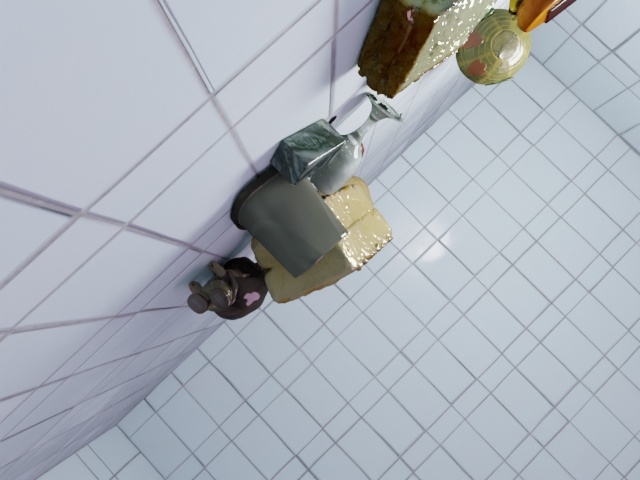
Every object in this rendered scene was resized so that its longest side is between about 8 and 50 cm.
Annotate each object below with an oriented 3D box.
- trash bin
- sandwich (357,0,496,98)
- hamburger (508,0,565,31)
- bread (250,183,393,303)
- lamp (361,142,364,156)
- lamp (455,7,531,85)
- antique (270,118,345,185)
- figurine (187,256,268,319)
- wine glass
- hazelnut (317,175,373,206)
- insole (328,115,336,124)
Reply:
[{"bbox_3d":[-0.077,-0.052,1.168,0.220,0.250,0.219,-42,-179,-26],"label":"trash bin"},{"bbox_3d":[0.242,-0.474,0.902,0.325,0.131,0.262,-40,173,-15],"label":"sandwich"},{"bbox_3d":[0.605,-0.728,1.158,0.291,0.225,0.291,-37,177,-2],"label":"hamburger"},{"bbox_3d":[0.000,0.000,1.505,0.390,0.279,0.371,-24,-173,37],"label":"bread"},{"bbox_3d":[0.100,-0.297,1.474,0.101,0.090,0.101,-17,138,-16],"label":"lamp"},{"bbox_3d":[0.598,-0.681,1.541,0.250,0.250,0.284,-45,-166,16],"label":"lamp"},{"bbox_3d":[-0.024,-0.224,1.083,0.183,0.088,0.086,-41,175,-41],"label":"antique"},{"bbox_3d":[-0.303,0.169,1.468,0.248,0.203,0.380,-41,174,8],"label":"figurine"},{"bbox_3d":[0.092,-0.278,1.277,0.321,0.143,0.143,-47,175,25],"label":"wine glass"},{"bbox_3d":[0.104,-0.156,1.850,0.261,0.241,0.261,-20,113,-58],"label":"hazelnut"},{"bbox_3d":[-0.004,-0.290,1.187,0.135,0.002,0.045,-44,176,8],"label":"insole"}]
